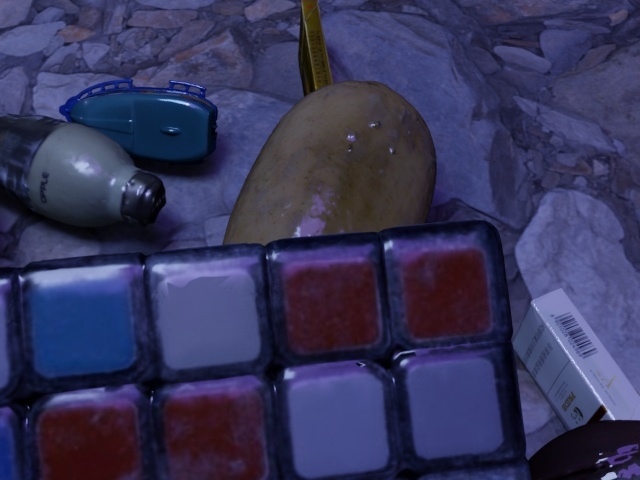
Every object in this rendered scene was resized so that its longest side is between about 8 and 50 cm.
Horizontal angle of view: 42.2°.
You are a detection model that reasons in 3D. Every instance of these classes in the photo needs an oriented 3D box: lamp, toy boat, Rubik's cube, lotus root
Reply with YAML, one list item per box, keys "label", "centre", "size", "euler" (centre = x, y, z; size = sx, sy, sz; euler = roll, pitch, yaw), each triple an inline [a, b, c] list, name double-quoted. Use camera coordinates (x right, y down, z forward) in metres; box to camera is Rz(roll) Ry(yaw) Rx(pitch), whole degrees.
- label: "lamp"
  centre: [-0.259, -0.071, 0.813]
  size: [0.250, 0.101, 0.101]
  euler: [18, 56, 19]
- label: "toy boat"
  centre: [-0.188, -0.130, 0.879]
  size: [0.175, 0.091, 0.110]
  euler: [7, 20, 4]
- label: "Rubik's cube"
  centre: [-0.052, 0.154, 0.495]
  size: [0.293, 0.287, 0.292]
  euler: [-5, 86, -7]
- label: "lotus root"
  centre: [0.000, 0.000, 0.741]
  size: [0.169, 0.151, 0.343]
  euler: [18, 60, 7]

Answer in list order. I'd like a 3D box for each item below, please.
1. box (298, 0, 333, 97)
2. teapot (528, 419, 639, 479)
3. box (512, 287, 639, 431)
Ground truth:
- label: "box"
  centre: [-0.006, -0.182, 0.907]
  size: [0.022, 0.089, 0.156]
  euler: [-4, 57, -8]
- label: "teapot"
  centre: [0.261, 0.262, 0.521]
  size: [0.314, 0.233, 0.312]
  euler: [2, 58, -31]
- label: "box"
  centre: [0.224, 0.126, 0.703]
  size: [0.040, 0.084, 0.154]
  euler: [-19, 58, -18]
